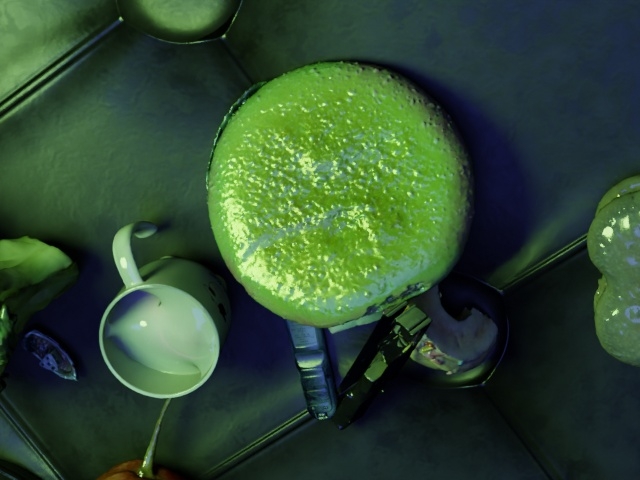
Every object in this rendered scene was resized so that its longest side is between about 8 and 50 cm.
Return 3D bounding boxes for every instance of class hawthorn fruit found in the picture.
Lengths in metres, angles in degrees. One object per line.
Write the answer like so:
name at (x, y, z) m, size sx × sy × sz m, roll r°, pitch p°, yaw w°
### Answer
hawthorn fruit at (-0.205, 0.287, 1.945) m, size 0.165 × 0.165 × 0.285 m, roll 6°, pitch 101°, yaw 6°

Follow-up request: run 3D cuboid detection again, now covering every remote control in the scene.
remote control at (-0.010, 0.138, 1.920) m, size 0.044 × 0.027 × 0.152 m, roll -7°, pitch 107°, yaw 20°

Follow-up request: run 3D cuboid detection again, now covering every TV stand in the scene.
TV stand at (0.061, 0.143, 1.840) m, size 0.042 × 0.036 × 0.249 m, roll 46°, pitch 146°, yaw 13°

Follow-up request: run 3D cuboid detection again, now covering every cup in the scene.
cup at (-0.182, 0.075, 1.858) m, size 0.173 × 0.142 × 0.134 m, roll 37°, pitch 111°, yaw -6°

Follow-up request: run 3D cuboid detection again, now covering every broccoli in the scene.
broccoli at (-0.390, 0.059, 1.839) m, size 0.288 × 0.245 × 0.248 m, roll 28°, pitch 146°, yaw 33°

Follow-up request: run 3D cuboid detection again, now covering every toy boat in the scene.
toy boat at (-0.318, 0.138, 1.956) m, size 0.083 × 0.038 × 0.038 m, roll 40°, pitch 110°, yaw -6°

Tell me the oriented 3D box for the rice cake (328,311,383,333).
rice cake at (0.001, 0.001, 1.861) m, size 0.080 × 0.042 × 0.221 m, roll -23°, pitch 105°, yaw 10°

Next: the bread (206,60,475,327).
bread at (0.018, -0.056, 1.787) m, size 0.301 × 0.045 × 0.301 m, roll -1°, pitch 86°, yaw 9°

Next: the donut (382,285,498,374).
donut at (0.119, 0.087, 1.847) m, size 0.065 × 0.108 × 0.166 m, roll -22°, pitch 113°, yaw 46°

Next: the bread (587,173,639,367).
bread at (0.412, 0.083, 1.808) m, size 0.337 × 0.102 × 0.183 m, roll 40°, pitch 114°, yaw -10°

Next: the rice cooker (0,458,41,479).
rice cooker at (-0.390, 0.334, 2.001) m, size 0.165 × 0.106 × 0.112 m, roll 30°, pitch 115°, yaw -15°
